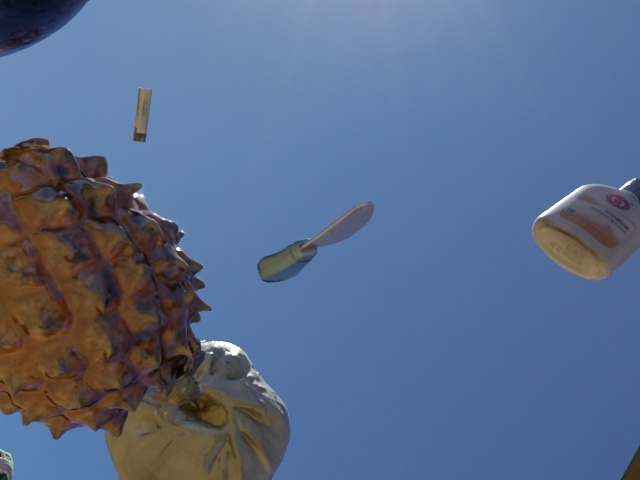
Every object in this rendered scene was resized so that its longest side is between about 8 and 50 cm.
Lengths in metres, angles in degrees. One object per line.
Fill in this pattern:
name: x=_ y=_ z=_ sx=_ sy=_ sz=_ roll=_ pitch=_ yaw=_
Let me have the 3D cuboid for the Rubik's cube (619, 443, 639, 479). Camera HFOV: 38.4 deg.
Rubik's cube: x=0.270 y=0.092 z=0.393 sx=0.183 sy=0.167 sz=0.180 roll=48 pitch=-46 yaw=40

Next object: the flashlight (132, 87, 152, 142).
flashlight: x=-0.275 y=-0.193 z=1.416 sx=0.018 sy=0.018 sz=0.083 roll=21 pitch=-75 yaw=54

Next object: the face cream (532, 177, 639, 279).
face cream: x=0.460 y=-0.032 z=1.477 sx=0.144 sy=0.291 sz=0.071 roll=39 pitch=-49 yaw=23

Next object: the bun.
bun: x=-0.237 y=0.351 z=1.713 sx=0.354 sy=0.354 sz=0.194 roll=59 pitch=-15 yaw=19

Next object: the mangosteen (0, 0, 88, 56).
mangosteen: x=-0.294 y=-0.271 z=0.678 sx=0.313 sy=0.297 sz=0.297 roll=2 pitch=-81 yaw=57

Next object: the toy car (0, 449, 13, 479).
toy car: x=-0.333 y=0.243 z=0.752 sx=0.224 sy=0.090 sz=0.076 roll=-46 pitch=-140 yaw=30

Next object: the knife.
knife: x=0.002 y=0.000 z=0.981 sx=0.244 sy=0.058 sz=0.032 roll=-32 pitch=-116 yaw=54

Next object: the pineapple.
pineapple: x=-0.143 y=0.038 z=0.547 sx=0.193 sy=0.166 sz=0.166 roll=44 pitch=-42 yaw=-20
